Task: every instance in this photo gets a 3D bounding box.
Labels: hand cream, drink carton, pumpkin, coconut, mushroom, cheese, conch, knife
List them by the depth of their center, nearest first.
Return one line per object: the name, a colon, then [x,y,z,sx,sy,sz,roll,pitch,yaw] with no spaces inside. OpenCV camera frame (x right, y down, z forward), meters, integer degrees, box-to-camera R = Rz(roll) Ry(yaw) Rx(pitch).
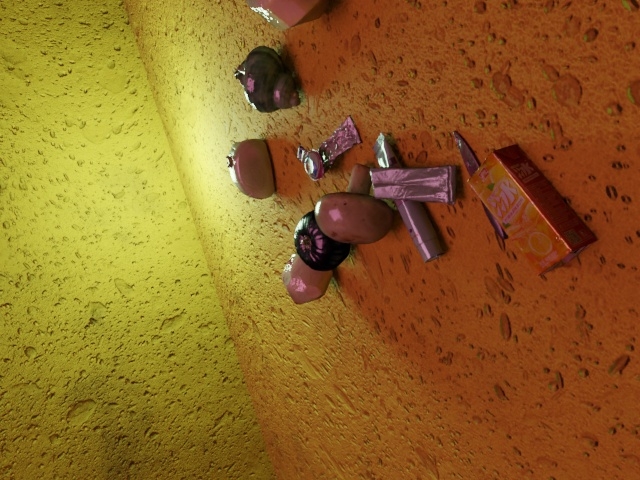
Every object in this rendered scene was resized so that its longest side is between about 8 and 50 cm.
drink carton: [0.372,-0.057,0.875,0.223,0.071,0.096,60,152,22]
knife: [0.323,-0.115,0.986,0.247,0.018,0.035,68,156,8]
hand cream: [0.208,-0.106,1.179,0.085,0.058,0.331,110,141,-70]
coconut: [-0.074,-0.643,1.180,0.259,0.259,0.259,41,141,45]
mushroom: [0.094,-0.097,1.270,0.207,0.207,0.215,-10,65,63]
hand cream: [0.035,-0.258,1.407,0.257,0.050,0.084,-39,70,59]
cheese: [-0.028,-0.232,1.438,0.145,0.038,0.095,48,137,41]
pumpkin: [0.000,0.000,1.518,0.202,0.140,0.202,15,111,45]
conch: [-0.173,-0.493,1.521,0.277,0.195,0.220,31,150,20]
coconut: [-0.051,0.129,1.653,0.171,0.171,0.183,16,77,58]

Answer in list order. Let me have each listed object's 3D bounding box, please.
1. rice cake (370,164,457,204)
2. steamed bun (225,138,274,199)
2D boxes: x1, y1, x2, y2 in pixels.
rice cake: [0.207,-0.129,1.103,0.226,0.040,0.085,8,100,43]
steamed bun: [-0.280,-0.269,1.869,0.170,0.152,0.239,21,123,58]
